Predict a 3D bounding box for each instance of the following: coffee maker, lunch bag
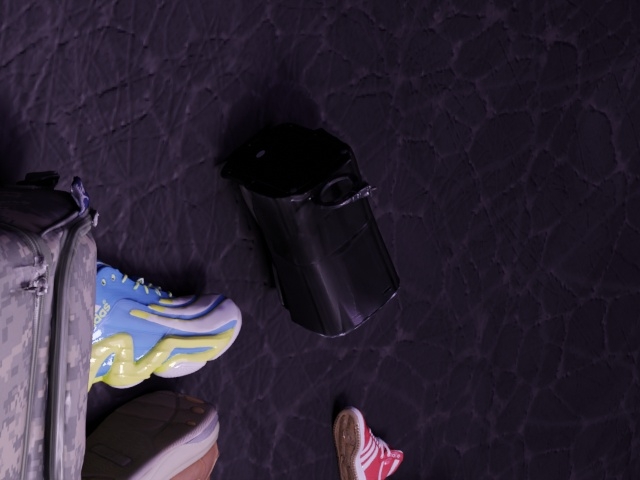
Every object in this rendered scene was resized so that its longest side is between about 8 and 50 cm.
[{"bbox_3d":[0.000,0.000,1.852,0.120,0.171,0.178,-25,124,-5],"label":"coffee maker"},{"bbox_3d":[-0.289,0.102,1.571,0.256,0.213,0.305,-18,114,-65],"label":"lunch bag"}]

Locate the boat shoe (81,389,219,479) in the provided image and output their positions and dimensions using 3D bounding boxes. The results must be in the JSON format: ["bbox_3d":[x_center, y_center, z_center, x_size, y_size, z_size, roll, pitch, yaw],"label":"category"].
[{"bbox_3d":[-0.213,0.258,1.777,0.324,0.123,0.116,-28,126,-34],"label":"boat shoe"}]

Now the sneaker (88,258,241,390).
[{"bbox_3d":[-0.171,0.063,1.762,0.240,0.091,0.126,-21,119,-38],"label":"sneaker"}]

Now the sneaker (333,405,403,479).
[{"bbox_3d":[0.052,0.214,2.082,0.067,0.042,0.118,-28,131,-31],"label":"sneaker"}]
